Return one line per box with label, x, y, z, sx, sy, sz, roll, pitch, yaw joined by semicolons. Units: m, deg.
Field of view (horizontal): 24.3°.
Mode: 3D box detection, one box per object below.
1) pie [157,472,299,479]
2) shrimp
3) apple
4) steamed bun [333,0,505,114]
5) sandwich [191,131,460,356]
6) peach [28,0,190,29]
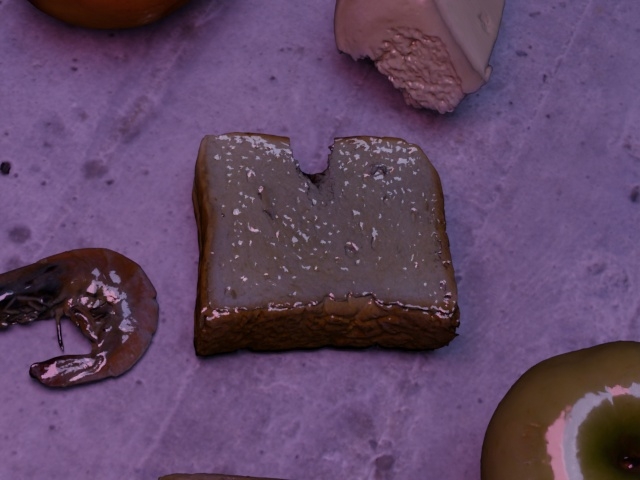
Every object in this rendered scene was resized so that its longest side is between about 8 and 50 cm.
pie;-0.033;0.278;1.407;0.282;0.068;0.129;6;42;-6
shrimp;-0.280;0.082;1.484;0.251;0.052;0.144;-14;67;-19
apple;0.278;0.222;1.384;0.279;0.279;0.279;5;60;-8
steamed bun;0.115;-0.270;1.718;0.200;0.170;0.225;50;40;-17
sandwich;0.000;-0.001;1.563;0.273;0.095;0.249;0;57;-10
peach;-0.213;-0.355;1.641;0.280;0.238;0.281;6;40;-5
